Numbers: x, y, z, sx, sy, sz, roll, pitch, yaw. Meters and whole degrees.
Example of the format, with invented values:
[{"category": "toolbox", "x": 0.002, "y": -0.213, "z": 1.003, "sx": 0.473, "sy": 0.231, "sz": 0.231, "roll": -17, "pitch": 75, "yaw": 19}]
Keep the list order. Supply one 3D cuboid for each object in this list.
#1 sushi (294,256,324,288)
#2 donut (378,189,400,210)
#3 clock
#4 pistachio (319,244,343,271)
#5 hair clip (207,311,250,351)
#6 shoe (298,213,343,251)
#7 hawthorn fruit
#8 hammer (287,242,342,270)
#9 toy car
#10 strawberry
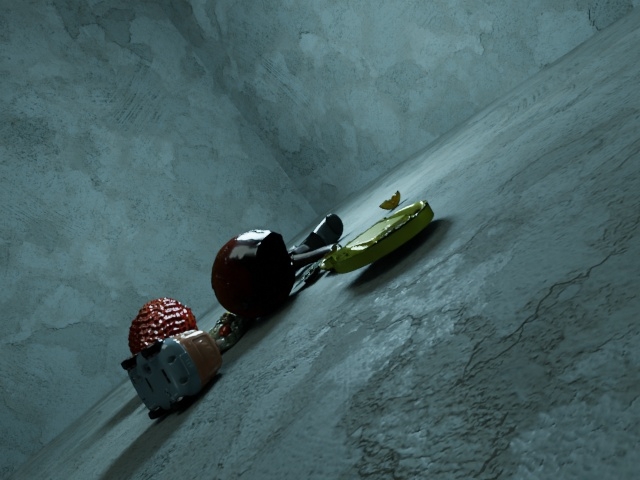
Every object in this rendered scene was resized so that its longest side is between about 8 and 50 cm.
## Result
[{"category": "sushi", "x": -0.028, "y": 0.115, "z": 1.766, "sx": 0.126, "sy": 0.026, "sz": 0.120, "roll": -41, "pitch": 9, "yaw": 47}, {"category": "donut", "x": 0.258, "y": -0.146, "z": 1.948, "sx": 0.038, "sy": 0.067, "sz": 0.083, "roll": 63, "pitch": -134, "yaw": -79}, {"category": "clock", "x": 0.154, "y": 0.002, "z": 1.299, "sx": 0.277, "sy": 0.071, "sz": 0.293, "roll": -34, "pitch": 5, "yaw": -15}, {"category": "pistachio", "x": 0.050, "y": 0.058, "z": 1.628, "sx": 0.090, "sy": 0.049, "sz": 0.173, "roll": -62, "pitch": 13, "yaw": -13}, {"category": "hair clip", "x": -0.299, "y": 0.276, "z": 1.808, "sx": 0.138, "sy": 0.091, "sz": 0.321, "roll": -32, "pitch": 8, "yaw": 21}, {"category": "shoe", "x": 0.000, "y": 0.000, "z": 2.166, "sx": 0.241, "sy": 0.108, "sz": 0.093, "roll": -44, "pitch": 6, "yaw": 7}, {"category": "hawthorn fruit", "x": -0.216, "y": 0.105, "z": 1.749, "sx": 0.315, "sy": 0.316, "sz": 0.316, "roll": -37, "pitch": 5, "yaw": 4}, {"category": "hammer", "x": -0.053, "y": 0.062, "z": 1.949, "sx": 0.242, "sy": 0.096, "sz": 0.408, "roll": -28, "pitch": 5, "yaw": -37}, {"category": "toy car", "x": -0.385, "y": 0.344, "z": 1.436, "sx": 0.270, "sy": 0.181, "sz": 0.212, "roll": -32, "pitch": -3, "yaw": 40}, {"category": "strawberry", "x": -0.630, "y": 0.424, "z": 2.083, "sx": 0.351, "sy": 0.267, "sz": 0.312, "roll": -95, "pitch": 24, "yaw": -49}]
